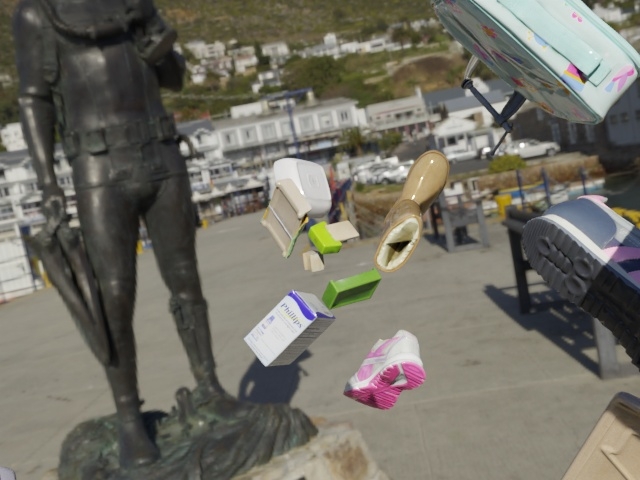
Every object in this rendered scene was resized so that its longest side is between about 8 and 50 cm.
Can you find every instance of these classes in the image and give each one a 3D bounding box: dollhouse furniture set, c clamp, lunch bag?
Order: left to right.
[{"bbox_3d":[0.000,0.000,0.750,0.058,0.151,0.076,-14,-36,-33],"label":"dollhouse furniture set"},{"bbox_3d":[0.289,-0.249,1.165,0.022,0.160,0.137,-4,-35,-37],"label":"c clamp"},{"bbox_3d":[0.284,-0.271,0.902,0.108,0.279,0.224,-51,5,8],"label":"lunch bag"}]

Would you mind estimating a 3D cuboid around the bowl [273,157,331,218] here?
[{"bbox_3d":[-0.032,-0.126,1.577,0.142,0.142,0.053,6,-28,-45],"label":"bowl"}]

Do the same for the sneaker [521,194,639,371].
[{"bbox_3d":[0.383,0.063,0.768,0.131,0.319,0.112,-28,-26,-26],"label":"sneaker"}]

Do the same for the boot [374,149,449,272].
[{"bbox_3d":[0.201,-0.067,1.458,0.089,0.236,0.269,27,17,2],"label":"boot"}]

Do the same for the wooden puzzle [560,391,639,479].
[{"bbox_3d":[0.499,0.362,0.923,0.322,0.348,0.080,25,44,17],"label":"wooden puzzle"}]

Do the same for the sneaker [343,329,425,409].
[{"bbox_3d":[0.138,0.271,1.440,0.252,0.103,0.111,-43,24,46],"label":"sneaker"}]

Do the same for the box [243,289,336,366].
[{"bbox_3d":[-0.056,0.168,1.307,0.137,0.072,0.126,-45,-18,7],"label":"box"}]

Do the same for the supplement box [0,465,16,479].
[{"bbox_3d":[-0.292,0.156,0.339,0.239,0.130,0.073,35,5,-39],"label":"supplement box"}]
